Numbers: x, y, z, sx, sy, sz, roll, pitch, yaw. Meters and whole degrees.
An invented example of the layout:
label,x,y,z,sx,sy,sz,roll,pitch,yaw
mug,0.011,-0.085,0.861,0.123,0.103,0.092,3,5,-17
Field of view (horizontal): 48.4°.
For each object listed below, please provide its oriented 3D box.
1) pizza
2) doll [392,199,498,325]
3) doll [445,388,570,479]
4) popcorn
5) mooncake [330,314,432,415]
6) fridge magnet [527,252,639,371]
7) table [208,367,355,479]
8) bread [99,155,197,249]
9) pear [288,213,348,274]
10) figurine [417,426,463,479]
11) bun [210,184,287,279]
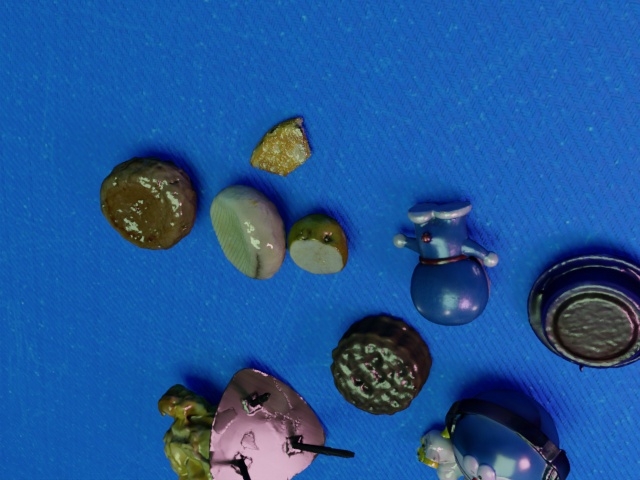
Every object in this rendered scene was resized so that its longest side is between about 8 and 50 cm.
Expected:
label,x,y,z,sx,sy,sz,roll,pitch,yaw
pizza,-0.079,-0.192,1.499,0.160,0.036,0.099,-37,100,34
doll,0.254,0.045,1.449,0.215,0.161,0.256,1,102,36
doll,0.412,0.473,1.571,0.284,0.240,0.310,15,143,44
popcorn,-0.304,0.528,1.890,0.332,0.225,0.265,50,139,2
mooncake,0.136,0.291,1.636,0.228,0.124,0.228,9,119,17
fridge magnet,0.542,0.146,1.400,0.265,0.112,0.265,10,120,18
table,-0.111,0.497,1.681,0.317,0.317,0.249,50,160,-11
bread,-0.383,-0.089,1.625,0.230,0.123,0.230,6,119,12
pear,0.000,0.000,1.539,0.141,0.104,0.141,13,146,9
figurine,0.322,0.525,1.720,0.129,0.109,0.178,-42,102,12
bun,-0.144,-0.025,1.568,0.222,0.127,0.222,40,148,32
